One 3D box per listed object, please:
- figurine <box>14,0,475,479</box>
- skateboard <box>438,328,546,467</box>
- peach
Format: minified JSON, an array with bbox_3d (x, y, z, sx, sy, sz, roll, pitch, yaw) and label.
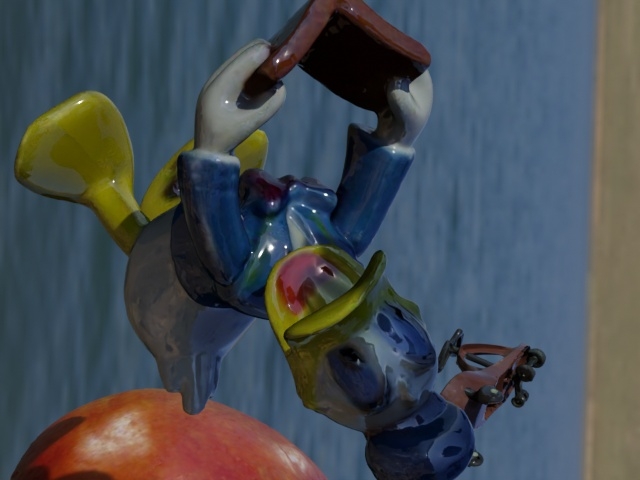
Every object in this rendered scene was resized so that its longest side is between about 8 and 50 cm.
[{"bbox_3d":[0.000,0.000,1.003,0.338,0.204,0.283,52,-51,33],"label":"figurine"},{"bbox_3d":[0.122,0.113,1.385,0.151,0.080,0.067,-33,142,-59],"label":"skateboard"},{"bbox_3d":[-0.109,0.258,1.525,0.306,0.242,0.380,52,-1,3],"label":"peach"}]
